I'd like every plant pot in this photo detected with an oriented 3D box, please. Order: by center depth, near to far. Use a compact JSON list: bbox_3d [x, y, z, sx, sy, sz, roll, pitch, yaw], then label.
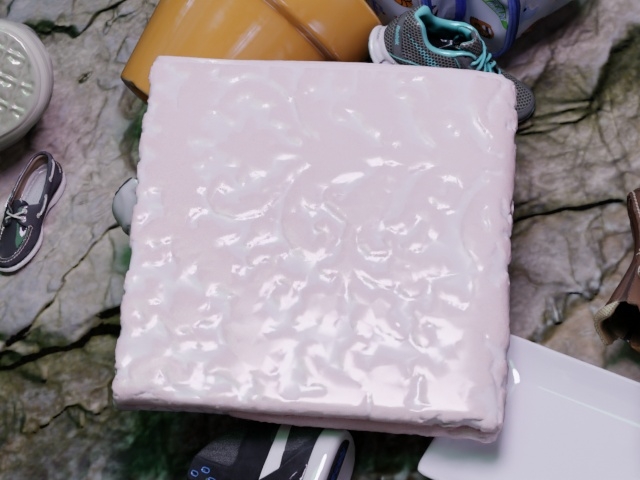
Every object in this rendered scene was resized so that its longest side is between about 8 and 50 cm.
[{"bbox_3d":[-0.077,-0.181,1.644,0.205,0.205,0.188,36,86,35],"label":"plant pot"}]

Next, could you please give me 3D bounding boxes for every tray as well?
[{"bbox_3d":[0.224,0.176,1.372,0.270,0.030,0.145,21,61,29],"label":"tray"}]

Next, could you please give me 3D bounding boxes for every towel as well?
[{"bbox_3d":[0.000,0.000,1.463,0.317,0.053,0.331,3,62,4],"label":"towel"}]

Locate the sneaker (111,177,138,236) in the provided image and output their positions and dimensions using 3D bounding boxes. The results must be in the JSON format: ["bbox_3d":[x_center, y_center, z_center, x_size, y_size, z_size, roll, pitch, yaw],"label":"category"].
[{"bbox_3d":[-0.033,-0.043,1.582,0.292,0.110,0.118,-24,75,-10],"label":"sneaker"}]

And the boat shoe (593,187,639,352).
[{"bbox_3d":[0.261,0.048,1.400,0.095,0.095,0.257,-11,39,4],"label":"boat shoe"}]

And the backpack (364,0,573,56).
[{"bbox_3d":[0.118,-0.301,1.634,0.213,0.276,0.263,-45,62,-11],"label":"backpack"}]

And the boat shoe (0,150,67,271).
[{"bbox_3d":[-0.276,-0.028,1.669,0.046,0.038,0.125,11,57,23],"label":"boat shoe"}]

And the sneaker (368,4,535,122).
[{"bbox_3d":[0.127,-0.155,1.583,0.166,0.076,0.065,23,56,-19],"label":"sneaker"}]

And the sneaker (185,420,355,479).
[{"bbox_3d":[-0.064,0.231,1.390,0.121,0.079,0.217,8,48,25],"label":"sneaker"}]

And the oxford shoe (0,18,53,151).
[{"bbox_3d":[-0.453,-0.106,1.735,0.449,0.169,0.130,-17,9,13],"label":"oxford shoe"}]
